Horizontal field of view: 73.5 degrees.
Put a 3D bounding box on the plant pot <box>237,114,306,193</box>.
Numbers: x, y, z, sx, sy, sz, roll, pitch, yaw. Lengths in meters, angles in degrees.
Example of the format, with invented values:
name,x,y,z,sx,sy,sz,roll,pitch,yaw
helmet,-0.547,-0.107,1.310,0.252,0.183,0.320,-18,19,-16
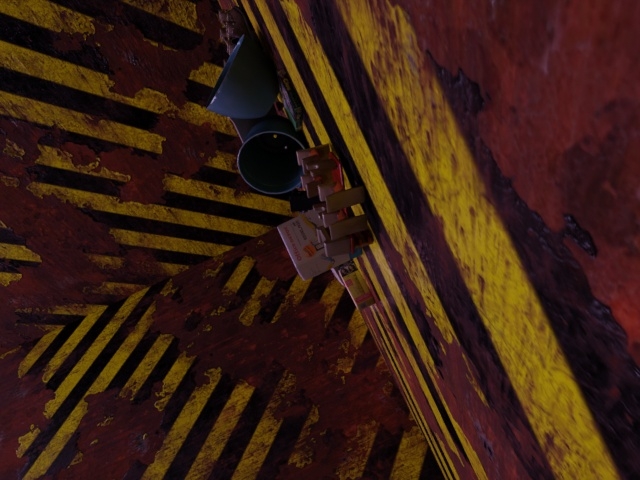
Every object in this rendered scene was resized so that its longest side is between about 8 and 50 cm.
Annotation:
name,x,y,z,sx,sy,sz,roll,pitch,yaw
plant pot,-0.185,-0.368,1.724,0.255,0.272,0.271,-95,-15,-51

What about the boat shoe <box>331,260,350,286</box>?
name,x,y,z,sx,sy,sz,roll,pitch,yaw
boat shoe,0.066,0.079,2.191,0.340,0.127,0.158,64,171,-7

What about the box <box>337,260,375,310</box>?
name,x,y,z,sx,sy,sz,roll,pitch,yaw
box,0.160,0.204,1.940,0.058,0.087,0.232,67,178,-47

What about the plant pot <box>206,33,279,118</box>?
name,x,y,z,sx,sy,sz,roll,pitch,yaw
plant pot,-0.261,-0.560,1.557,0.196,0.290,0.290,26,-164,-24

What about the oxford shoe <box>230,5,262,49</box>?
name,x,y,z,sx,sy,sz,roll,pitch,yaw
oxford shoe,-0.309,-0.809,1.648,0.083,0.096,0.227,65,-179,-72

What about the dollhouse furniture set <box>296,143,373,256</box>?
name,x,y,z,sx,sy,sz,roll,pitch,yaw
dollhouse furniture set,0.051,-0.095,1.084,0.262,0.135,0.259,-118,15,-52

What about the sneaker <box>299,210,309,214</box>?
name,x,y,z,sx,sy,sz,roll,pitch,yaw
sneaker,-0.033,-0.194,2.083,0.267,0.106,0.101,-4,108,66

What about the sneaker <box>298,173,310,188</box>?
name,x,y,z,sx,sy,sz,roll,pitch,yaw
sneaker,-0.149,-0.317,2.020,0.319,0.208,0.127,-121,46,-72

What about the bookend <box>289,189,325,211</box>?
name,x,y,z,sx,sy,sz,roll,pitch,yaw
bookend,-0.056,-0.189,1.926,0.156,0.157,0.072,-87,-8,-70

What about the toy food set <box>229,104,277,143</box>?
name,x,y,z,sx,sy,sz,roll,pitch,yaw
toy food set,-0.294,-0.514,1.822,0.092,0.219,0.306,31,163,20

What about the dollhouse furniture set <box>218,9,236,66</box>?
name,x,y,z,sx,sy,sz,roll,pitch,yaw
dollhouse furniture set,-0.336,-0.853,1.863,0.212,0.161,0.242,-117,25,-42

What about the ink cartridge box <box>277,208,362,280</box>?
name,x,y,z,sx,sy,sz,roll,pitch,yaw
ink cartridge box,0.000,0.000,1.468,0.168,0.233,0.171,69,175,-67

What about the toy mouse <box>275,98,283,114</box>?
name,x,y,z,sx,sy,sz,roll,pitch,yaw
toy mouse,-0.187,-0.608,1.820,0.143,0.031,0.161,-119,4,-65

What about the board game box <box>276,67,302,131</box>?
name,x,y,z,sx,sy,sz,roll,pitch,yaw
board game box,-0.100,-0.459,1.426,0.136,0.030,0.260,63,178,-2
